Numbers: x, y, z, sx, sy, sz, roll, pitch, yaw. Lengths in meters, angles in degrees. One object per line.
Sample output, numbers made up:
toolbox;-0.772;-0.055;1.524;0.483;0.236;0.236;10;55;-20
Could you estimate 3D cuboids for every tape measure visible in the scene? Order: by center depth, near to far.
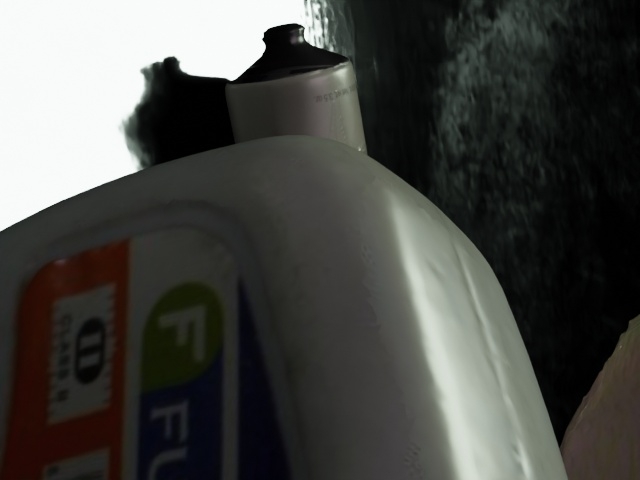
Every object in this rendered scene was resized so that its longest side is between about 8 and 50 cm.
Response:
tape measure;-0.053;0.116;0.520;0.130;0.265;0.258;39;42;-48

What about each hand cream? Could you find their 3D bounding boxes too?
hand cream;0.000;0.000;0.807;0.087;0.054;0.186;-27;109;-51

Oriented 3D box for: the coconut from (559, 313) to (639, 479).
coconut;0.294;0.152;0.903;0.404;0.404;0.405;23;62;-52
